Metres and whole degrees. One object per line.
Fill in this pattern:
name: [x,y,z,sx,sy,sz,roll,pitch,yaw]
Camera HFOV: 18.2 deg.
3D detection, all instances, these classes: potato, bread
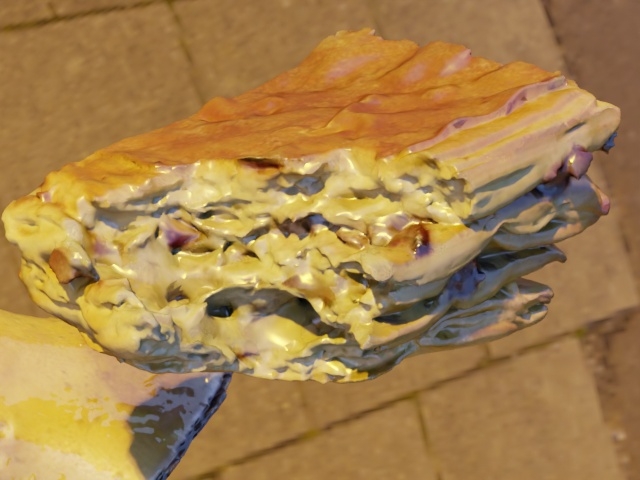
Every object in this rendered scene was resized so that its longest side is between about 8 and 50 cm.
potato: [-0.287,0.130,1.729,0.296,0.290,0.397,43,76,-15]
bread: [0.000,0.000,1.417,0.370,0.314,0.191,-27,119,-31]
